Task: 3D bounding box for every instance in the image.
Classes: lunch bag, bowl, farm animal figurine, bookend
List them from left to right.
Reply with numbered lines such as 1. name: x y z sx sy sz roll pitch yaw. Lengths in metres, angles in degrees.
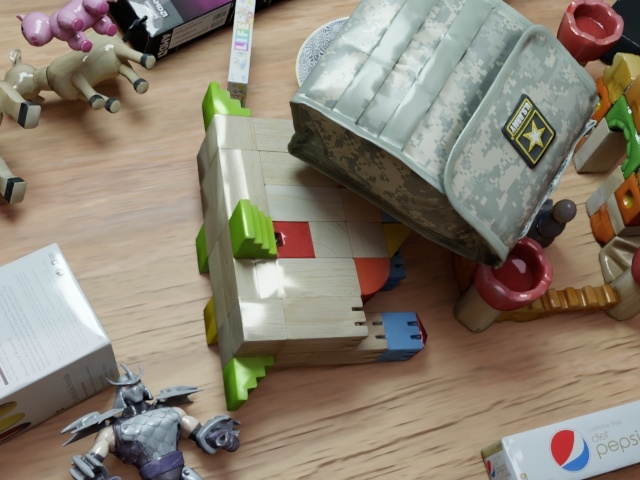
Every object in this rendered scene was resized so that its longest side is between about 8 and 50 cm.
1. farm animal figurine: -0.395 -0.186 0.930 0.172 0.330 0.326 33 99 28
2. bowl: 0.053 -0.225 1.101 0.170 0.080 0.170 -2 66 4
3. lunch bag: 0.141 -0.137 0.852 0.287 0.169 0.235 32 74 6
4. bookend: 0.523 -0.321 1.249 0.157 0.072 0.156 37 64 8

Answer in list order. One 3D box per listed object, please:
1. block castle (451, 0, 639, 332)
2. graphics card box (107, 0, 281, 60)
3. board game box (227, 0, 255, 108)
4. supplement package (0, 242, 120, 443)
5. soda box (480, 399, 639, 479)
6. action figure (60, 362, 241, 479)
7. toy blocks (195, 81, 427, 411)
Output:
1. block castle: 0.300 -0.118 1.026 0.303 0.213 0.453 -2 64 -12
2. graphics card box: -0.159 -0.441 1.149 0.371 0.094 0.232 -32 87 -22
3. board game box: -0.111 -0.247 1.077 0.026 0.103 0.154 6 62 -7
4. supplement package: -0.355 0.133 0.820 0.244 0.139 0.134 -27 70 -20
5. soda box: 0.306 0.247 0.919 0.216 0.074 0.069 -11 66 -16
6. action figure: -0.155 0.256 0.812 0.185 0.099 0.285 -16 72 -30
7. toy blocks: 0.000 0.000 0.952 0.261 0.190 0.381 0 63 -23
